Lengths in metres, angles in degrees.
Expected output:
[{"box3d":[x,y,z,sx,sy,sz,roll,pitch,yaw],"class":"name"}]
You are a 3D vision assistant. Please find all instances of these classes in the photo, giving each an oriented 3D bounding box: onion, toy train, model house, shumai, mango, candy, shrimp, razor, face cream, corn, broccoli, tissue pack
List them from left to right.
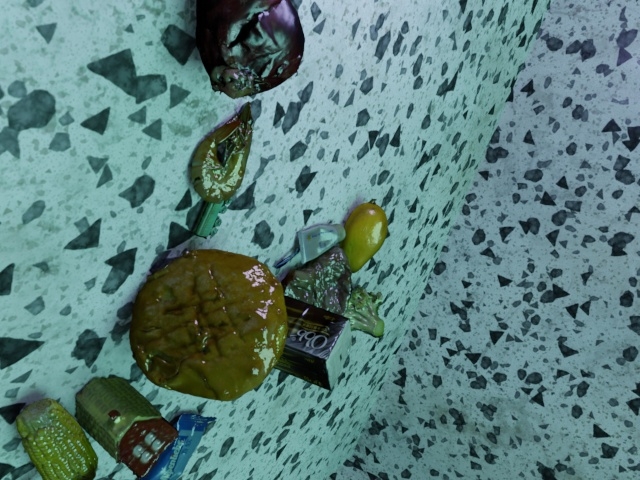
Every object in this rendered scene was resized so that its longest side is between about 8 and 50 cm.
[{"box3d":[-0.629,0.502,1.234,0.130,0.130,0.347,-39,143,-35],"class":"corn"},{"box3d":[-0.511,0.464,1.323,0.160,0.196,0.254,-45,147,-27],"class":"model house"},{"box3d":[-0.497,0.731,1.734,0.331,0.077,0.187,-60,145,-1],"class":"candy"},{"box3d":[-0.285,-0.071,1.352,0.071,0.038,0.148,10,108,-58],"class":"toy train"},{"box3d":[-0.233,-0.221,1.265,0.145,0.061,0.267,23,96,-39],"class":"shrimp"},{"box3d":[-0.146,-0.436,1.044,0.281,0.221,0.281,14,90,-74],"class":"onion"},{"box3d":[-0.101,0.047,1.779,0.154,0.028,0.044,-46,150,-25],"class":"razor"},{"box3d":[-0.088,0.306,1.650,0.198,0.370,0.210,-57,154,-37],"class":"tissue pack"},{"box3d":[-0.050,0.181,1.908,0.283,0.217,0.346,6,100,-26],"class":"shumai"},{"box3d":[0.000,0.000,1.853,0.224,0.070,0.114,-23,111,-49],"class":"face cream"},{"box3d":[0.175,0.332,2.280,0.288,0.245,0.248,-55,143,-20],"class":"broccoli"},{"box3d":[0.168,-0.016,2.027,0.176,0.119,0.317,18,103,-20],"class":"mango"}]

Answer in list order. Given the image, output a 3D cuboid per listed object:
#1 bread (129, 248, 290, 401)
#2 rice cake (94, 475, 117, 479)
[{"box3d":[-0.274,0.208,1.298,0.398,0.398,0.215,-53,164,-13],"class":"bread"},{"box3d":[-0.666,0.659,1.224,0.364,0.056,0.073,-17,140,-13],"class":"rice cake"}]
